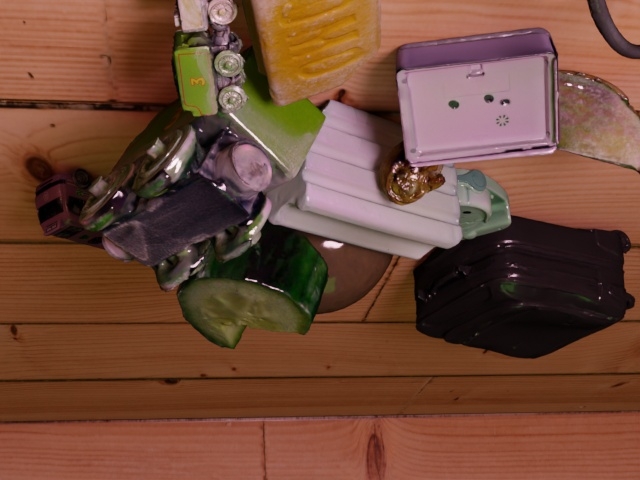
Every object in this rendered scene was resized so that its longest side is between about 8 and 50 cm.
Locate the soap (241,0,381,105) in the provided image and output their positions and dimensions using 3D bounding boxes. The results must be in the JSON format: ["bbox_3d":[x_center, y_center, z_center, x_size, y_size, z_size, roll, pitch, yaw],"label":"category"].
[{"bbox_3d":[-0.009,-0.245,1.109,0.140,0.073,0.232,-19,159,-4],"label":"soap"}]

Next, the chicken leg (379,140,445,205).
[{"bbox_3d":[0.150,-0.120,1.373,0.093,0.178,0.070,27,155,35],"label":"chicken leg"}]

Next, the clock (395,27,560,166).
[{"bbox_3d":[0.195,-0.173,1.274,0.193,0.073,0.144,-5,128,7],"label":"clock"}]

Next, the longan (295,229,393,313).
[{"bbox_3d":[0.000,0.000,1.582,0.248,0.248,0.248,-2,158,-1],"label":"longan"}]

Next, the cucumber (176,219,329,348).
[{"bbox_3d":[-0.094,0.051,1.411,0.191,0.130,0.191,11,144,8],"label":"cucumber"}]

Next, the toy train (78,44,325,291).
[{"bbox_3d":[-0.155,-0.085,1.294,0.173,0.249,0.307,42,139,-22],"label":"toy train"}]

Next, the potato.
[{"bbox_3d":[0.321,-0.181,1.371,0.261,0.100,0.120,14,117,-3],"label":"potato"}]

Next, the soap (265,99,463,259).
[{"bbox_3d":[0.063,-0.082,1.434,0.290,0.172,0.095,14,153,-37],"label":"soap"}]

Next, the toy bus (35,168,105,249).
[{"bbox_3d":[-0.345,-0.040,1.590,0.087,0.098,0.178,-21,152,40],"label":"toy bus"}]

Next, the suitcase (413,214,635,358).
[{"bbox_3d":[0.360,0.086,1.920,0.339,0.188,0.345,12,156,-20],"label":"suitcase"}]

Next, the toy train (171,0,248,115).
[{"bbox_3d":[-0.124,-0.225,1.101,0.081,0.060,0.202,-6,126,-2],"label":"toy train"}]

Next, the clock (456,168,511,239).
[{"bbox_3d":[0.200,-0.060,1.654,0.159,0.066,0.211,-16,154,28],"label":"clock"}]

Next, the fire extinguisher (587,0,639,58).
[{"bbox_3d":[0.283,-0.300,0.953,0.376,0.113,0.200,16,125,-41],"label":"fire extinguisher"}]
